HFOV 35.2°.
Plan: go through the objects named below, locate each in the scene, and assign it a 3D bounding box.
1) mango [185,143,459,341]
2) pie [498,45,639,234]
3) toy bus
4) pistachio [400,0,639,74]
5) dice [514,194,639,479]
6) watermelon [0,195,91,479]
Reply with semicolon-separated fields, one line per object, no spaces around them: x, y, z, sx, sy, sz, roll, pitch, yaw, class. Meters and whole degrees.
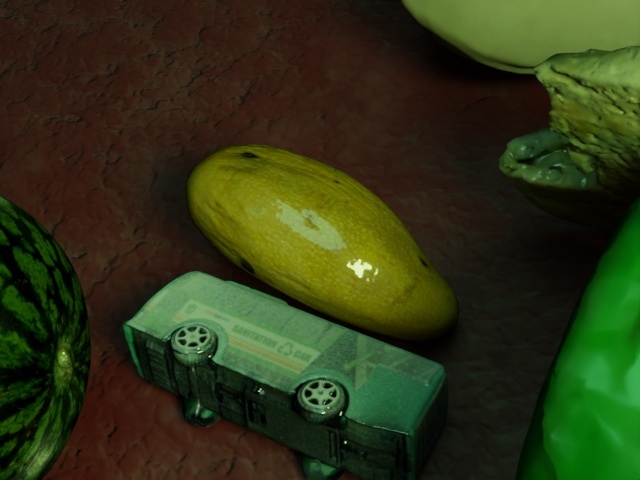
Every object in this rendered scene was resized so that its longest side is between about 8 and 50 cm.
0.001;-0.005;0.848;0.262;0.157;0.109;26;99;19;mango
0.288;-0.060;0.720;0.338;0.337;0.075;5;78;16;pie
-0.030;0.109;0.803;0.262;0.091;0.109;20;49;24;toy bus
0.230;-0.255;0.953;0.332;0.208;0.226;0;61;-9;pistachio
0.288;0.146;0.573;0.300;0.287;0.297;19;59;25;dice
-0.316;0.088;0.754;0.285;0.285;0.285;-6;52;8;watermelon
